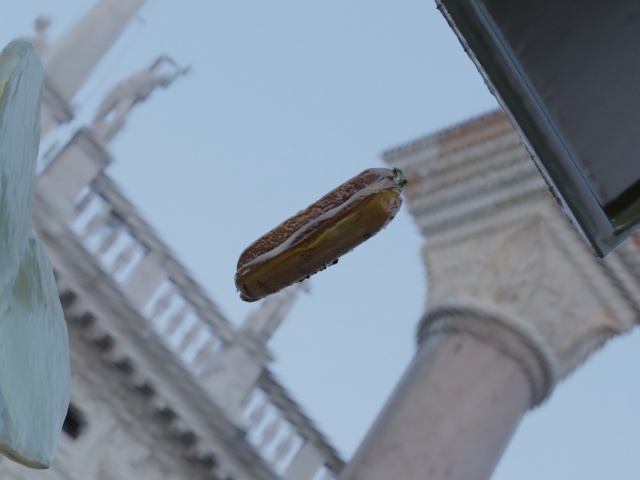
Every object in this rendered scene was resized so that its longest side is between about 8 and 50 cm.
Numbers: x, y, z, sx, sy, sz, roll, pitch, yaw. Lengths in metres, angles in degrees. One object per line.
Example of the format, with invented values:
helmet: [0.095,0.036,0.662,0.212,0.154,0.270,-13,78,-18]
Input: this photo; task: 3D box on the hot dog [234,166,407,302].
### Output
hot dog: [0.000,0.000,1.086,0.122,0.049,0.037,-33,-72,21]

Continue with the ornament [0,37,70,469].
ornament: [-0.150,0.026,0.831,0.059,0.180,0.201,-2,-62,4]

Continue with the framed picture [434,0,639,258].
framed picture: [0.277,-0.199,1.022,0.028,0.446,0.326,53,2,34]
